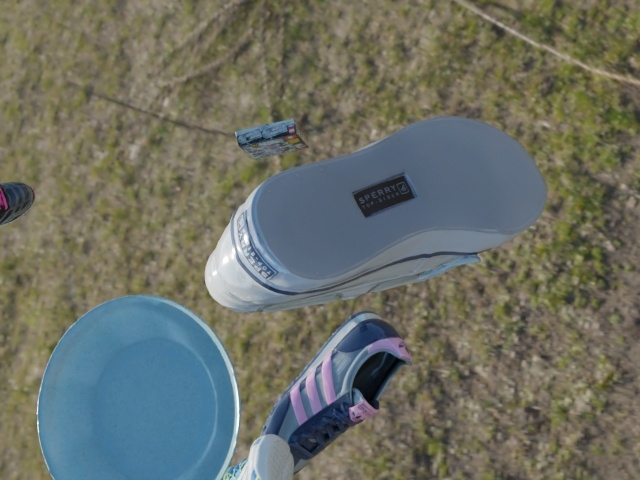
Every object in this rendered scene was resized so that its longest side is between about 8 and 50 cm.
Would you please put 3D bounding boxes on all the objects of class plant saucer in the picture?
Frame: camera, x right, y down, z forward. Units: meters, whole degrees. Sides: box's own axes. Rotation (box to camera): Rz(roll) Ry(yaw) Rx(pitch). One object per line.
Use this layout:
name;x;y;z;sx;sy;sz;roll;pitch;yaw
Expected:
plant saucer;-0.148;0.144;0.843;0.195;0.037;0.195;-3;81;21

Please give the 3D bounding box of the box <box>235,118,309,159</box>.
box;-0.074;-0.159;1.580;0.094;0.137;0.027;-13;85;7

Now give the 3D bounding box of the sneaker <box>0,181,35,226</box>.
sneaker;-0.495;-0.052;1.450;0.075;0.170;0.063;-31;75;59

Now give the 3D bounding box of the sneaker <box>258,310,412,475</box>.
sneaker;0.020;0.264;1.578;0.319;0.112;0.131;-55;38;2

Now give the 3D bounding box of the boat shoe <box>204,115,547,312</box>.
boat shoe;0.049;-0.005;0.907;0.156;0.367;0.136;-39;76;47

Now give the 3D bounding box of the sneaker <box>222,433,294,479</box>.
sneaker;-0.104;0.332;1.316;0.091;0.126;0.240;-60;-22;-45
